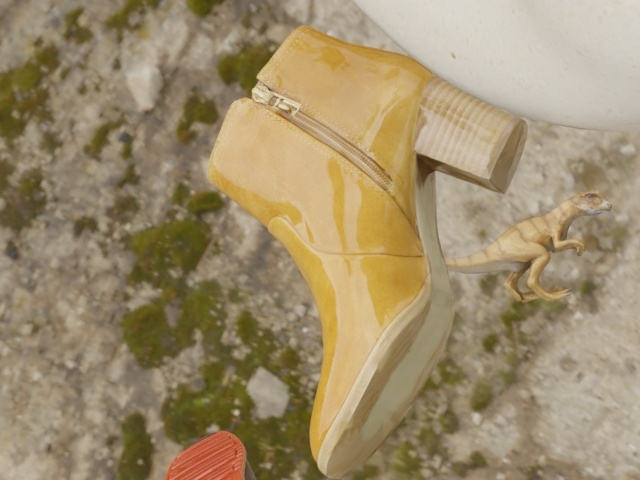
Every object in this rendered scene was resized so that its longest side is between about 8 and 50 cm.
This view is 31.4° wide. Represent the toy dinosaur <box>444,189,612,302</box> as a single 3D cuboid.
[{"bbox_3d":[0.200,0.014,1.176,0.211,0.064,0.112,-24,100,-3],"label":"toy dinosaur"}]

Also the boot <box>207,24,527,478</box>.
[{"bbox_3d":[0.000,-0.001,0.825,0.211,0.104,0.295,23,83,25],"label":"boot"}]

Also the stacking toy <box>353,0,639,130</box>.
[{"bbox_3d":[0.213,-0.276,0.420,0.480,0.351,0.350,-26,55,-22],"label":"stacking toy"}]

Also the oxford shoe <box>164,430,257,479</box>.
[{"bbox_3d":[-0.100,0.293,1.219,0.097,0.098,0.271,-28,21,-4],"label":"oxford shoe"}]
